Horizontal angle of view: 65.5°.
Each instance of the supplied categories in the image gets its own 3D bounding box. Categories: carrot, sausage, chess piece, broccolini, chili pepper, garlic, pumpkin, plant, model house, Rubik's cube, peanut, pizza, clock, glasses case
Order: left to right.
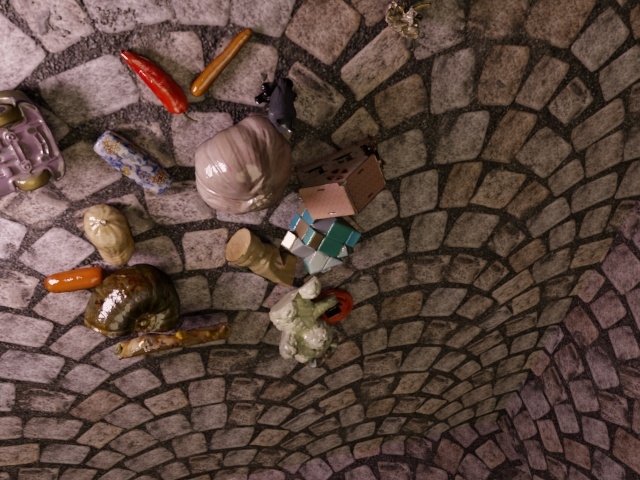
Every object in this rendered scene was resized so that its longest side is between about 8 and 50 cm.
[{"bbox_3d":[-0.830,0.135,1.687,0.198,0.076,0.076,-11,132,-11],"label":"sausage"},{"bbox_3d":[-0.665,-0.015,1.585,0.129,0.129,0.224,-17,135,-6],"label":"peanut"},{"bbox_3d":[-0.551,-0.229,1.483,0.087,0.065,0.248,-40,130,12],"label":"glasses case"},{"bbox_3d":[-0.639,0.189,1.728,0.325,0.242,0.232,8,98,-55],"label":"pumpkin"},{"bbox_3d":[-0.607,0.389,1.901,0.392,0.080,0.435,-16,168,29],"label":"pizza"},{"bbox_3d":[-0.433,-0.421,1.369,0.071,0.063,0.272,-42,129,0],"label":"chili pepper"},{"bbox_3d":[-0.276,-0.493,1.379,0.248,0.043,0.043,-43,130,15],"label":"carrot"},{"bbox_3d":[-0.225,-0.208,1.483,0.318,0.259,0.317,-20,159,-8],"label":"garlic"},{"bbox_3d":[-0.243,0.127,1.914,0.201,0.058,0.073,17,114,-33],"label":"broccolini"},{"bbox_3d":[-0.202,0.076,1.841,0.137,0.137,0.301,-41,133,16],"label":"chess piece"},{"bbox_3d":[0.000,0.000,1.795,0.265,0.224,0.212,23,103,-32],"label":"Rubik's cube"},{"bbox_3d":[0.046,0.294,2.175,0.206,0.051,0.205,-10,132,-11],"label":"clock"},{"bbox_3d":[0.084,-0.185,1.635,0.326,0.244,0.169,-23,121,-1],"label":"model house"},{"bbox_3d":[0.249,-0.635,1.401,0.117,0.104,0.122,22,139,-35],"label":"plant"}]

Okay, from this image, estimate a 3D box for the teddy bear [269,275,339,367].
[{"bbox_3d":[-0.025,0.361,1.999,0.327,0.375,0.362,-43,95,-26],"label":"teddy bear"}]

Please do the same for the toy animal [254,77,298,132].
[{"bbox_3d":[-0.097,-0.387,1.420,0.121,0.210,0.117,19,119,-33],"label":"toy animal"}]

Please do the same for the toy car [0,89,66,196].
[{"bbox_3d":[-0.883,-0.232,1.283,0.336,0.226,0.242,-34,138,-27],"label":"toy car"}]
